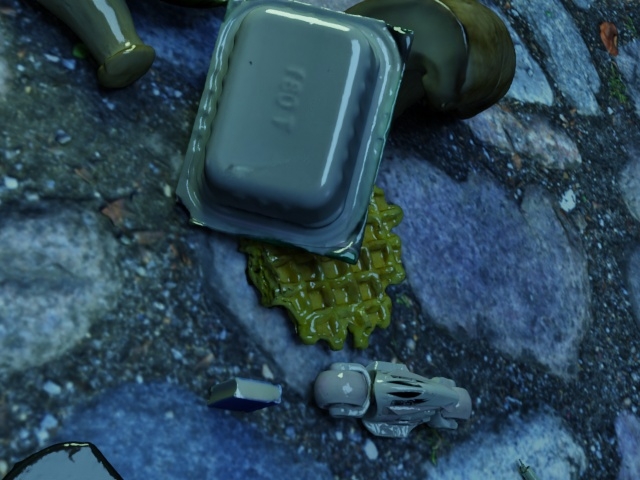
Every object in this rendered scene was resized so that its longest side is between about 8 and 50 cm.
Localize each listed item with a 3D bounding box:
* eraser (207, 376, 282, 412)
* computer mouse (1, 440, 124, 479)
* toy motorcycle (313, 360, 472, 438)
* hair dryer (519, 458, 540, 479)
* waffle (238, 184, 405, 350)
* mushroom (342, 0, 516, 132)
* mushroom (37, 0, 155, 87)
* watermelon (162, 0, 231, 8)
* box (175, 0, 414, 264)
[{"bbox_3d":[-0.095,0.192,0.910,0.063,0.085,0.027,15,64,-27],"label":"eraser"},{"bbox_3d":[-0.227,0.334,0.763,0.269,0.086,0.137,47,58,2],"label":"computer mouse"},{"bbox_3d":[0.113,0.217,1.022,0.254,0.112,0.112,14,64,-27],"label":"toy motorcycle"},{"bbox_3d":[0.353,0.396,1.159,0.063,0.038,0.124,-31,82,-40],"label":"hair dryer"},{"bbox_3d":[-0.002,0.001,1.069,0.307,0.060,0.311,26,57,-21],"label":"waffle"},{"bbox_3d":[0.201,-0.305,1.193,0.397,0.314,0.224,-22,89,-43],"label":"mushroom"},{"bbox_3d":[-0.316,-0.321,0.971,0.247,0.096,0.108,51,45,-7],"label":"mushroom"},{"bbox_3d":[-0.233,-0.482,1.025,0.331,0.190,0.330,-5,90,-68],"label":"watermelon"},{"bbox_3d":[-0.038,-0.161,0.948,0.264,0.106,0.336,14,87,2],"label":"box"}]
